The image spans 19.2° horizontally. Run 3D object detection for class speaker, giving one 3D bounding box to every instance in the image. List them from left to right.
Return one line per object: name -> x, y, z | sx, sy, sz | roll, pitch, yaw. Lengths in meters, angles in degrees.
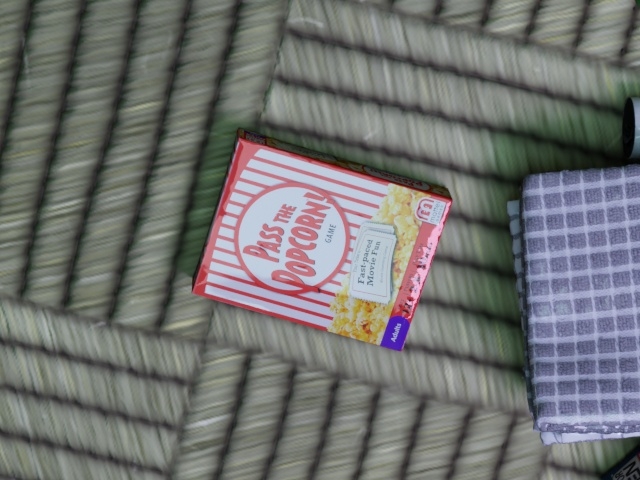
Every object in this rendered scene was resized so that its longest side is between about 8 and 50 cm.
speaker -> 0.329, -0.096, 1.629 | 0.136, 0.055, 0.055 | 1, 106, -2

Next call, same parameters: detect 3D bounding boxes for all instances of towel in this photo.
towel -> 0.300, 0.047, 1.580 | 0.284, 0.121, 0.235 | -5, 85, 12

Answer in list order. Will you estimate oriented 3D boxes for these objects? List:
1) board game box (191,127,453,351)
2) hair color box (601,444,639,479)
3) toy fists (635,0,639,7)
board game box -> 0.000, 0.000, 1.646 | 0.193, 0.045, 0.146 | 15, 105, -7
hair color box -> 0.440, 0.176, 1.687 | 0.347, 0.105, 0.174 | -42, 103, 9
toy fists -> 0.301, -0.281, 1.553 | 0.142, 0.096, 0.279 | -27, 107, 6
